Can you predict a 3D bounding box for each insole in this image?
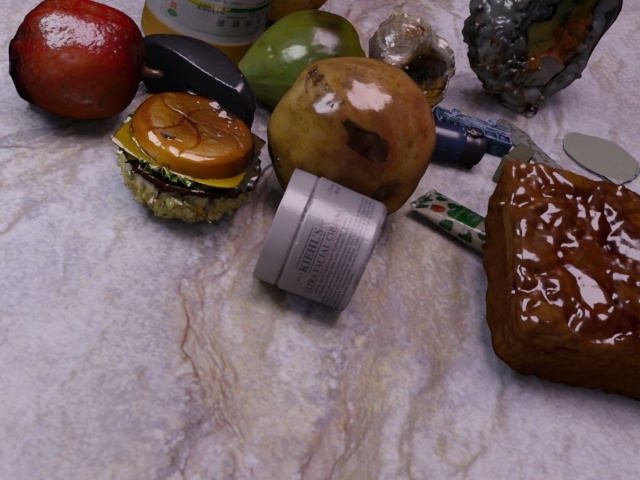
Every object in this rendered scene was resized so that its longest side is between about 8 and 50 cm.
[{"bbox_3d":[0.424,-0.189,2.199,0.065,0.006,0.193,-13,49,-38],"label":"insole"}]

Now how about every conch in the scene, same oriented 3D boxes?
[{"bbox_3d":[0.172,-0.336,2.144,0.178,0.163,0.245,14,64,16],"label":"conch"}]

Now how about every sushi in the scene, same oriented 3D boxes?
[{"bbox_3d":[0.465,-0.466,2.250,0.417,0.417,0.176,-17,49,-40],"label":"sushi"}]

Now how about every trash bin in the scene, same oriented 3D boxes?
[{"bbox_3d":[0.374,-0.145,2.071,0.043,0.061,0.092,32,35,15],"label":"trash bin"}]

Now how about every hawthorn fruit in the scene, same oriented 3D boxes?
[{"bbox_3d":[-0.381,-0.290,1.766,0.250,0.215,0.215,16,36,-16],"label":"hawthorn fruit"}]

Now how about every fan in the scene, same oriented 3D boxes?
[{"bbox_3d":[0.598,-0.134,2.209,0.182,0.010,0.310,10,35,-15],"label":"fan"}]

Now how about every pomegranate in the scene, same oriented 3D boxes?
[{"bbox_3d":[0.054,-0.166,1.766,0.281,0.281,0.281,14,37,-11],"label":"pomegranate"}]

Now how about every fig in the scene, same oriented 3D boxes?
[{"bbox_3d":[-0.026,-0.327,1.984,0.230,0.207,0.207,21,36,-1],"label":"fig"}]

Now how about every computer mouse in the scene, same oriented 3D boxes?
[{"bbox_3d":[-0.205,-0.275,1.882,0.270,0.137,0.086,35,48,20],"label":"computer mouse"}]

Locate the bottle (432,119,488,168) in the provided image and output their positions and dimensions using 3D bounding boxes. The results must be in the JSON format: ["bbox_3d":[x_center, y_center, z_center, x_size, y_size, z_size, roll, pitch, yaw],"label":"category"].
[{"bbox_3d":[0.192,-0.199,2.031,0.244,0.082,0.072,14,35,-11],"label":"bottle"}]

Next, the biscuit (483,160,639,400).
[{"bbox_3d":[0.444,0.070,1.697,0.395,0.166,0.342,14,49,-13],"label":"biscuit"}]

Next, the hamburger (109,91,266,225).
[{"bbox_3d":[-0.209,-0.130,1.693,0.243,0.138,0.261,25,37,2],"label":"hamburger"}]

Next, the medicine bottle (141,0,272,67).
[{"bbox_3d":[-0.205,-0.483,2.066,0.238,0.232,0.238,14,38,-11],"label":"medicine bottle"}]

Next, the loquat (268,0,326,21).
[{"bbox_3d":[-0.079,-0.567,2.242,0.235,0.235,0.235,14,37,-11],"label":"loquat"}]

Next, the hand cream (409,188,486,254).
[{"bbox_3d":[0.284,-0.007,1.857,0.276,0.059,0.095,33,36,19],"label":"hand cream"}]

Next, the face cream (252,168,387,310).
[{"bbox_3d":[0.000,0.000,1.600,0.153,0.177,0.177,21,36,-1],"label":"face cream"}]

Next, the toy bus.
[{"bbox_3d":[0.297,-0.214,2.133,0.166,0.047,0.065,15,40,-9],"label":"toy bus"}]
